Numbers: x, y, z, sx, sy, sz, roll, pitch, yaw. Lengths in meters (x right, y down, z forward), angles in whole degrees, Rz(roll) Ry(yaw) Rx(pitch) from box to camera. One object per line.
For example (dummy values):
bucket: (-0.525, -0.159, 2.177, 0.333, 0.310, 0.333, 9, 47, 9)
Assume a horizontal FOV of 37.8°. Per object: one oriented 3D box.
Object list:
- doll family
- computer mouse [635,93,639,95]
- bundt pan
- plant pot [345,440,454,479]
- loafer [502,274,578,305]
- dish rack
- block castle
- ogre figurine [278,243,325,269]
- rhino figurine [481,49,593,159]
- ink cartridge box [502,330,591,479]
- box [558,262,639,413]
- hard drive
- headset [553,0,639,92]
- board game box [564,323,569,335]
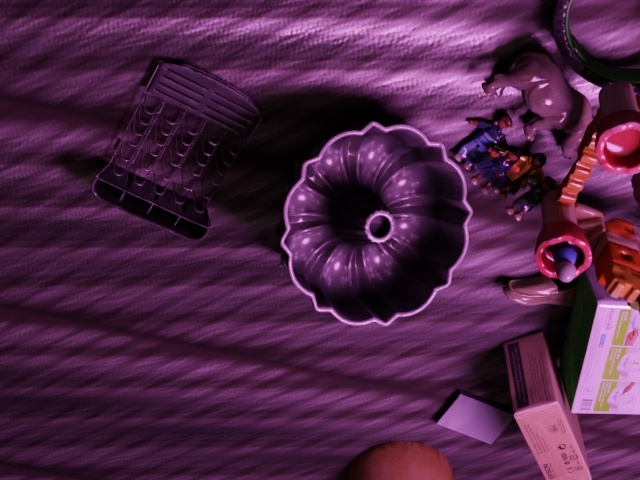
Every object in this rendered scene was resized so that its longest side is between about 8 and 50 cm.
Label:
doll family: (0.313, -0.127, 1.541, 0.193, 0.076, 0.111, 35, 124, -19)
computer mouse: (0.571, -0.182, 1.522, 0.193, 0.042, 0.106, 14, 120, -3)
bundt pan: (0.073, -0.034, 1.519, 0.331, 0.124, 0.331, -5, 104, -19)
plant pot: (0.171, 0.591, 1.938, 0.237, 0.254, 0.237, 1, 125, 1)
loafer: (0.405, 0.086, 1.704, 0.148, 0.056, 0.050, 2, 125, -13)
dish rack: (-0.229, -0.148, 1.526, 0.208, 0.074, 0.271, 25, 121, -17)
block castle: (0.573, -0.020, 1.401, 0.453, 0.213, 0.303, 17, 129, -4)
ogre figurine: (0.000, 0.000, 1.623, 0.118, 0.097, 0.197, 7, 143, -26)
rhino figurine: (0.369, -0.206, 1.485, 0.106, 0.073, 0.243, -37, 119, 26)
ink cartridge box: (0.432, 0.325, 1.785, 0.088, 0.193, 0.234, -20, 122, 16)
box: (0.570, 0.180, 1.664, 0.231, 0.127, 0.262, 0, 125, 0)
hard drive: (0.317, 0.362, 1.916, 0.135, 0.022, 0.094, 23, 122, -15)
headset: (0.526, -0.382, 1.349, 0.394, 0.185, 0.243, -30, 117, 37)
board game box: (0.580, 0.132, 1.738, 0.160, 0.047, 0.210, 19, 124, -13)
